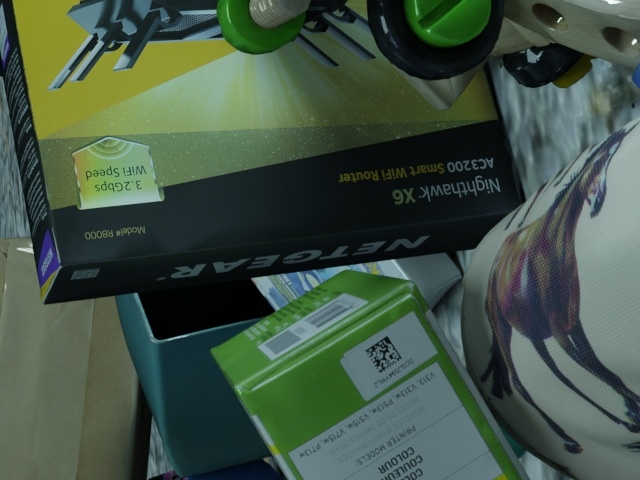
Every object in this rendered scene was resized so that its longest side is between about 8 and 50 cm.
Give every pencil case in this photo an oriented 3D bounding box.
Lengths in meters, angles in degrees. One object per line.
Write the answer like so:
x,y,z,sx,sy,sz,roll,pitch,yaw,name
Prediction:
0.217,-0.005,0.520,0.410,0.184,0.159,140,149,-63,pencil case

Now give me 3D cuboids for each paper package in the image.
-0.271,0.156,1.535,0.325,0.168,0.309,117,157,-83,paper package

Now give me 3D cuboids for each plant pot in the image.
-0.096,0.098,1.288,0.234,0.166,0.165,96,155,-42,plant pot

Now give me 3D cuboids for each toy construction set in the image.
0.089,-0.203,0.706,0.237,0.258,0.308,176,107,-74,toy construction set

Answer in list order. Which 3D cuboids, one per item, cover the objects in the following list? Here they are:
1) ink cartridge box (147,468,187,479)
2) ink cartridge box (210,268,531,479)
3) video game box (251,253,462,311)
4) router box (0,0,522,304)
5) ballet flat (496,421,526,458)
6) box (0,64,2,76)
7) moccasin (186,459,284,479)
-0.113,0.430,1.545,0.176,0.069,0.370,143,116,-64,ink cartridge box
0.054,0.147,0.720,0.255,0.097,0.189,60,174,-4,ink cartridge box
0.000,0.000,1.088,0.205,0.048,0.187,52,146,14,video game box
-0.046,-0.101,0.916,0.081,0.309,0.242,135,125,-63,router box
0.135,0.059,0.852,0.221,0.077,0.079,116,160,-53,ballet flat
-0.385,-0.400,1.433,0.480,0.472,0.297,127,132,-58,box
-0.051,0.348,1.277,0.116,0.138,0.342,100,154,-43,moccasin
